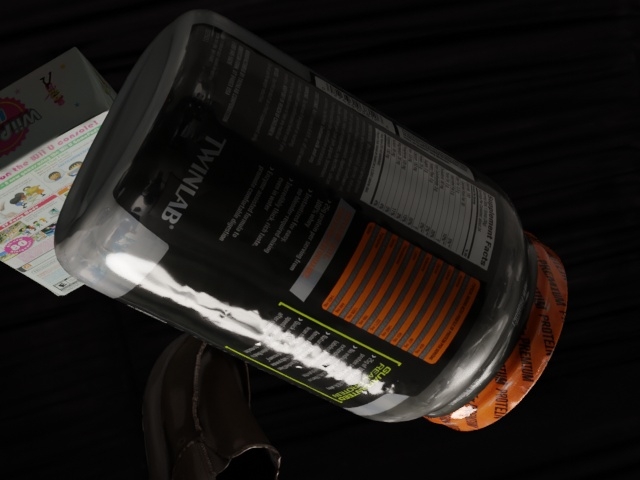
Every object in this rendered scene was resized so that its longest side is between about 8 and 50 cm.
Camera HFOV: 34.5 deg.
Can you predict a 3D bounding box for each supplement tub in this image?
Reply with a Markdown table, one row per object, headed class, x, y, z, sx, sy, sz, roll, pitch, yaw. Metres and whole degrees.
| class | x | y | z | sx | sy | sz | roll | pitch | yaw |
| --- | --- | --- | --- | --- | --- | --- | --- | --- | --- |
| supplement tub | 0.000 | 0.000 | 0.750 | 0.207 | 0.338 | 0.207 | -48 | 24 | 30 |

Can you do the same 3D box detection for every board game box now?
| class | x | y | z | sx | sy | sz | roll | pitch | yaw |
| --- | --- | --- | --- | --- | --- | --- | --- | --- | --- |
| board game box | -0.294 | -0.064 | 1.202 | 0.098 | 0.224 | 0.303 | 61 | -178 | 23 |

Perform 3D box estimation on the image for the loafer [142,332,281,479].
| class | x | y | z | sx | sy | sz | roll | pitch | yaw |
| --- | --- | --- | --- | --- | --- | --- | --- | --- | --- |
| loafer | -0.089 | 0.225 | 0.994 | 0.134 | 0.130 | 0.366 | 55 | -160 | -37 |
